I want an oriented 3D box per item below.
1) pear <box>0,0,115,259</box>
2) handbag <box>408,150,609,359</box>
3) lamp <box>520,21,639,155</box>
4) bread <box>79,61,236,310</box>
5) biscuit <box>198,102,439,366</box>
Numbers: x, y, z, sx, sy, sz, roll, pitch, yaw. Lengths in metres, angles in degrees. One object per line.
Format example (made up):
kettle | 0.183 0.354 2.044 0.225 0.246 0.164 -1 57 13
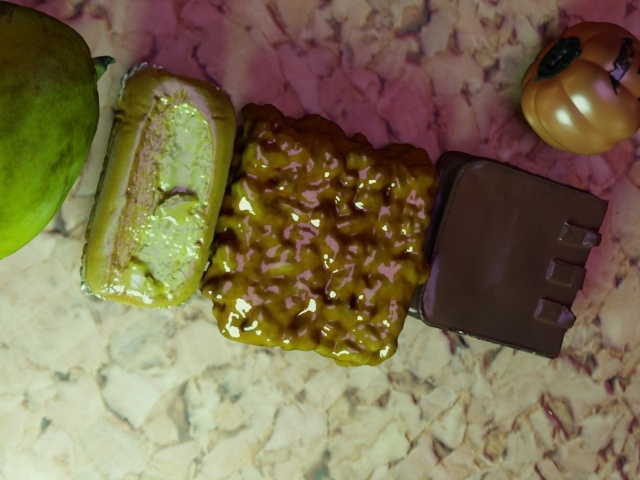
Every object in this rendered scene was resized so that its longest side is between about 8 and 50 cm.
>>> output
pear | -0.377 -0.125 1.179 0.375 0.287 0.287 -33 111 -31
handbag | 0.265 0.022 1.582 0.276 0.084 0.260 14 93 -26
lamp | 0.379 -0.205 1.536 0.164 0.188 0.187 40 82 -23
bread | -0.198 -0.062 1.342 0.153 0.119 0.288 13 93 -17
biscuit | 0.000 0.000 1.447 0.312 0.110 0.318 15 93 -27
